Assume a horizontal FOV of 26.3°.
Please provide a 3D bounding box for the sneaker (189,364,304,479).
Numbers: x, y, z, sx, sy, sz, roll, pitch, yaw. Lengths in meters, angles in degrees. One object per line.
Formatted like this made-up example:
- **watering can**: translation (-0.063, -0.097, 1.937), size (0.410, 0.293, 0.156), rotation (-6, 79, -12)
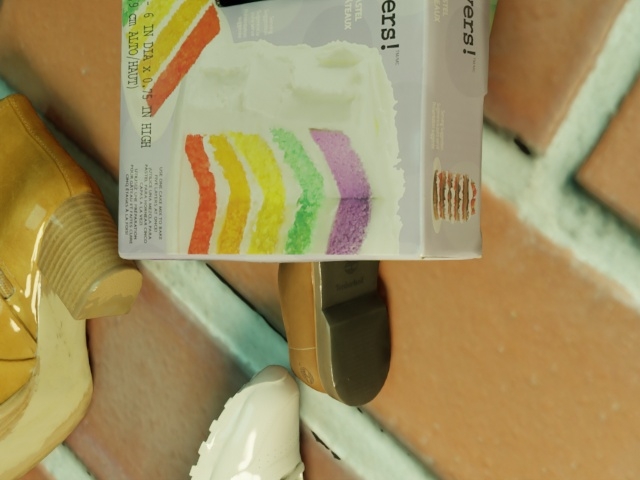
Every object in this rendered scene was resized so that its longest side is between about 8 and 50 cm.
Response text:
- **sneaker**: translation (-0.043, 0.196, 0.964), size (0.095, 0.090, 0.235), rotation (26, 116, 23)

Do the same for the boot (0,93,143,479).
- **boot**: translation (-0.263, 0.046, 1.114), size (0.211, 0.104, 0.295), rotation (51, 119, 30)

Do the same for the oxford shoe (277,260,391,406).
- **oxford shoe**: translation (0.000, 0.000, 0.908), size (0.076, 0.076, 0.212), rotation (11, 101, 47)

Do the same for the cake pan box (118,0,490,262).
- **cake pan box**: translation (-0.016, -0.118, 0.826), size (0.246, 0.070, 0.266), rotation (2, 89, 37)

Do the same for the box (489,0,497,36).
- **box**: translation (0.026, -0.266, 0.865), size (0.232, 0.058, 0.322), rotation (21, 109, 35)
